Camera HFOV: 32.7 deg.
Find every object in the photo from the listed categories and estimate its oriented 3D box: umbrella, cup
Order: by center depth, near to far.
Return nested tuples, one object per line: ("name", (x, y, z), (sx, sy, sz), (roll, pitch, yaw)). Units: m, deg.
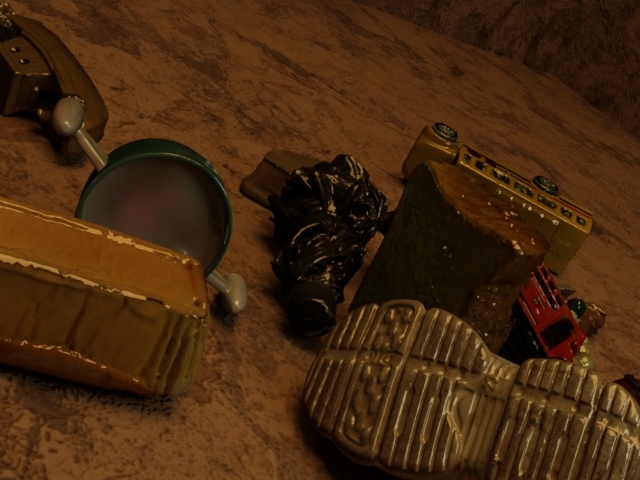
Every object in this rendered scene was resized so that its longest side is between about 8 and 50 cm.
("cup", (-0.185, -0.038, 1.201), (0.299, 0.167, 0.173), (49, 5, -20))
("umbrella", (-0.012, -0.004, 1.368), (0.154, 0.128, 0.336), (9, 30, 13))

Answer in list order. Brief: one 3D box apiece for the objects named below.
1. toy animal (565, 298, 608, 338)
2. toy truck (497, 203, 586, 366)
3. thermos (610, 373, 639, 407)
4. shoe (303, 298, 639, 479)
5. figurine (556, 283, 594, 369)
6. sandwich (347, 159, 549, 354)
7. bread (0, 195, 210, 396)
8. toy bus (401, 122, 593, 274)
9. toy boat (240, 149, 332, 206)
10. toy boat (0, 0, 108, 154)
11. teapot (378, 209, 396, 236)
("toy animal", (0.366, 0.118, 1.632), (0.099, 0.056, 0.241), (35, 22, 15))
("toy truck", (0.235, 0.088, 1.318), (0.114, 0.107, 0.252), (-25, 86, -39))
("thermos", (0.367, 0.226, 1.353), (0.124, 0.099, 0.232), (-4, 4, 29))
("shoe", (0.151, 0.199, 1.083), (0.351, 0.172, 0.198), (20, -22, 32))
("figurine", (0.288, 0.105, 1.429), (0.147, 0.093, 0.197), (-28, 96, -30))
("sandwich", (0.131, 0.053, 1.234), (0.087, 0.251, 0.226), (11, 28, -27))
("bread", (-0.236, 0.046, 0.995), (0.288, 0.119, 0.152), (18, 27, -21))
("toy bus", (0.303, -0.072, 1.903), (0.335, 0.121, 0.123), (29, 29, -1))
("toy boat", (-0.028, -0.081, 1.601), (0.188, 0.061, 0.116), (10, 28, -37))
("toy boat", (-0.380, -0.214, 1.448), (0.121, 0.089, 0.321), (1, 35, -38))
("teapot", (0.146, 0.054, 1.449), (0.252, 0.135, 0.178), (63, 4, 27))
